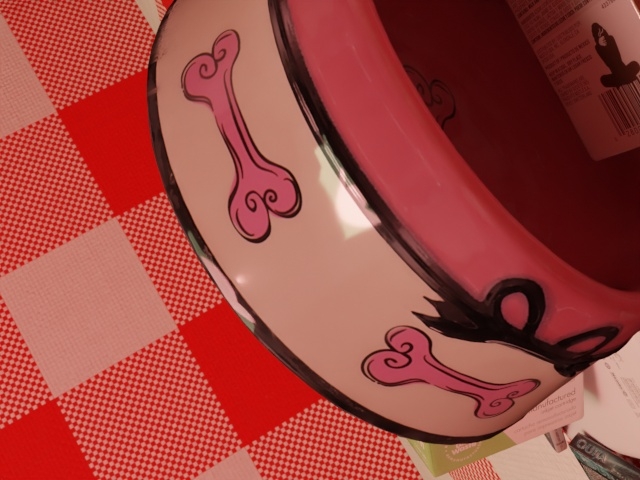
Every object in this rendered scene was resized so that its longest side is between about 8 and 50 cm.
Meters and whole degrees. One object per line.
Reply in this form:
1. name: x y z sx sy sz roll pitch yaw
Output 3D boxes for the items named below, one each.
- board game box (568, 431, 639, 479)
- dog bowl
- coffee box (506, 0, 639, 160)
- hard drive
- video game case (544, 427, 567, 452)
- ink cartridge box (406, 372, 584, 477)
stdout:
1. board game box: 0.406 0.323 0.834 0.126 0.026 0.186 54 166 -30
2. dog bowl: 0.095 -0.078 0.483 0.150 0.408 0.408 -34 84 40
3. coffee box: 0.177 -0.191 0.385 0.247 0.141 0.098 62 169 -1
4. hard drive: 0.339 0.166 0.806 0.203 0.040 0.307 60 169 4
5. video game case: 0.292 0.202 0.982 0.173 0.022 0.190 53 -172 -52
6. ink cartridge box: 0.169 0.063 0.743 0.119 0.207 0.354 -130 25 -62
